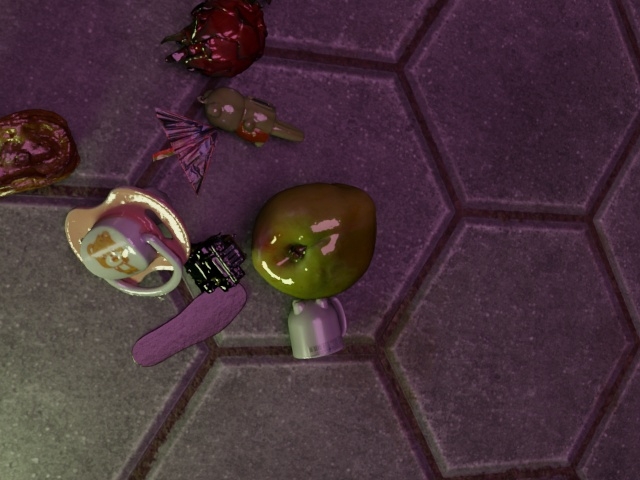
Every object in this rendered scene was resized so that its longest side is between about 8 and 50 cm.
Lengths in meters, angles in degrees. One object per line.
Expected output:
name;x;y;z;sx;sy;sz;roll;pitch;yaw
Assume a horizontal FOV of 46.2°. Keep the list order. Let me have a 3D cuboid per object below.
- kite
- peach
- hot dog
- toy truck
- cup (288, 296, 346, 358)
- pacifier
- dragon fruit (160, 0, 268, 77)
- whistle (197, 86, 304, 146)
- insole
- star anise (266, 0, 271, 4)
kite;-0.329;-0.228;1.868;0.183;0.014;0.241;-23;101;-18
peach;-0.007;0.002;1.838;0.314;0.315;0.281;-10;92;14
hot dog;-0.678;-0.192;1.682;0.259;0.114;0.175;-23;98;-19
toy truck;-0.248;0.044;1.776;0.127;0.257;0.127;-39;103;-19
cup;0.001;0.213;1.940;0.173;0.134;0.142;-12;93;-19
pacifier;-0.432;-0.018;1.715;0.220;0.332;0.273;24;54;-50
dragon fruit;-0.242;-0.482;1.803;0.274;0.192;0.193;-35;111;-5
whistle;-0.173;-0.303;1.872;0.288;0.131;0.106;19;114;-23
insole;-0.324;0.212;1.884;0.328;0.007;0.111;-32;101;-17
star anise;-0.148;-0.756;1.869;0.332;0.117;0.331;-1;93;-16
